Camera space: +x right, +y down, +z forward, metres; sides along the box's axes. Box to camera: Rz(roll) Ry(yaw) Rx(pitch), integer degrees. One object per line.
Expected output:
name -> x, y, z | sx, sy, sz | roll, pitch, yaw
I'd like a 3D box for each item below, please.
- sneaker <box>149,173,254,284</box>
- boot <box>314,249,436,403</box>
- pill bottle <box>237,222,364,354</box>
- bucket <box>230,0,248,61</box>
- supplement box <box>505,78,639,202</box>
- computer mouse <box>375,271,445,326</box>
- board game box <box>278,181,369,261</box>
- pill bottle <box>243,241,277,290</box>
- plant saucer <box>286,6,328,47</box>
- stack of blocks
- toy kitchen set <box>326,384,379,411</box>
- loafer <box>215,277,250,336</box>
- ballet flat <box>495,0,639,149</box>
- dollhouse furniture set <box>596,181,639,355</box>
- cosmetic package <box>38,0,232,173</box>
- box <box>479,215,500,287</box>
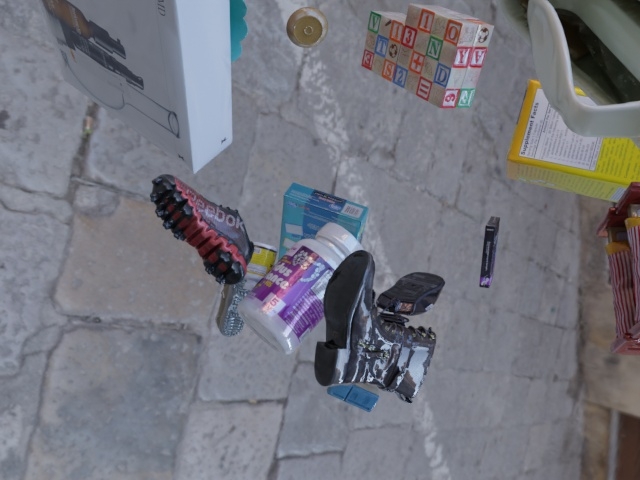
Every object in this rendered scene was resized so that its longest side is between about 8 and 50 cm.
sneaker -> -0.241, -0.039, 1.334 | 0.276, 0.098, 0.135 | 49, 39, -12
boot -> 0.114, 0.157, 1.116 | 0.229, 0.091, 0.262 | 12, 96, -32
pill bottle -> -0.037, 0.103, 1.461 | 0.301, 0.169, 0.169 | -47, 135, -20
bucket -> -0.336, -0.529, 1.526 | 0.281, 0.183, 0.281 | -29, 134, -34
supplement box -> 0.617, -0.210, 1.408 | 0.195, 0.357, 0.194 | 25, 81, -72
computer mouse -> 0.141, 0.129, 1.316 | 0.262, 0.184, 0.060 | -31, 124, -54
board game box -> 0.000, 0.000, 2.004 | 0.079, 0.254, 0.336 | -59, 164, -44
pill bottle -> -0.147, 0.067, 1.509 | 0.065, 0.065, 0.116 | 26, 77, -53
plant saucer -> -0.025, -0.415, 1.234 | 0.015, 0.083, 0.083 | -101, 168, -48
stack of blocks -> 0.218, -0.417, 1.357 | 0.087, 0.297, 0.171 | -9, 124, -31
toy kitchen set -> 0.106, 0.324, 1.443 | 0.166, 0.122, 0.207 | -76, -168, -68
loafer -> -0.231, 0.130, 1.694 | 0.094, 0.087, 0.251 | 23, 86, -38
ballet flat -> 0.217, -0.060, 0.354 | 0.139, 0.139, 0.400 | 43, 21, -50
dollhouse furniture set -> 0.584, 0.044, 0.840 | 0.152, 0.374, 0.201 | 83, 8, -66
cosmetic package -> -0.250, -0.299, 0.822 | 0.097, 0.284, 0.377 | -49, 164, -29
box -> 0.432, 0.028, 1.601 | 0.116, 0.029, 0.162 | -34, 128, -65
